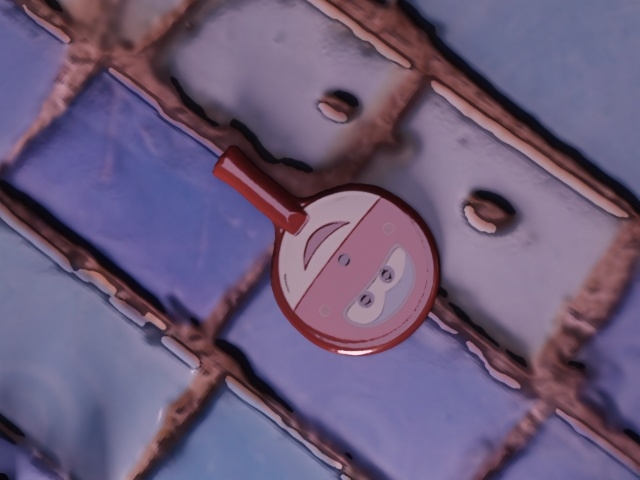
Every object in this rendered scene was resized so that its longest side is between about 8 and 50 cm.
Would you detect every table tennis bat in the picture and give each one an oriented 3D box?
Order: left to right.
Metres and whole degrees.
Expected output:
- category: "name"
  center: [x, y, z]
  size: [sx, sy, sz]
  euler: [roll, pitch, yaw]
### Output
- category: "table tennis bat"
  center: [0.000, 0.000, 1.161]
  size: [0.155, 0.019, 0.098]
  euler: [40, 96, 12]

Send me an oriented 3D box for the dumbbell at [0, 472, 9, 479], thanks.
- category: "dumbbell"
  center: [-0.169, 0.161, 1.179]
  size: [0.083, 0.036, 0.040]
  euler: [9, 87, 15]
